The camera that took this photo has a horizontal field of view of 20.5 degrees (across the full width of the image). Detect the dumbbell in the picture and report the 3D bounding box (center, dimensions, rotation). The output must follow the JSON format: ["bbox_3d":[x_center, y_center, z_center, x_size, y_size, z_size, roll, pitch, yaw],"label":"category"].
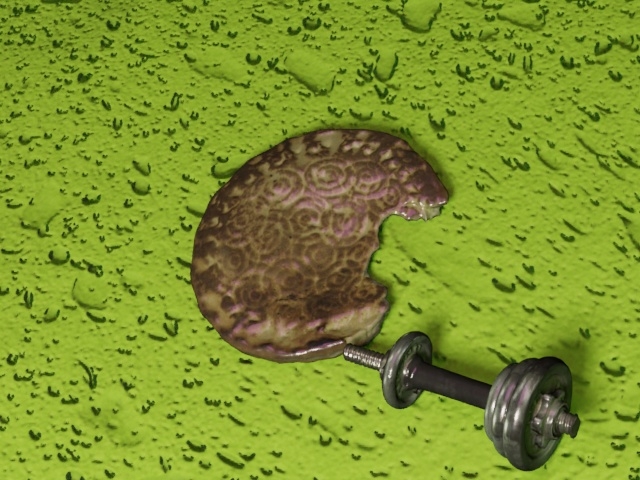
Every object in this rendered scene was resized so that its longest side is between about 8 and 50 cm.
[{"bbox_3d":[0.131,0.139,1.688,0.254,0.110,0.110,17,60,32],"label":"dumbbell"}]

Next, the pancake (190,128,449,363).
[{"bbox_3d":[0.000,0.000,1.858,0.286,0.033,0.288,-17,53,-1],"label":"pancake"}]
